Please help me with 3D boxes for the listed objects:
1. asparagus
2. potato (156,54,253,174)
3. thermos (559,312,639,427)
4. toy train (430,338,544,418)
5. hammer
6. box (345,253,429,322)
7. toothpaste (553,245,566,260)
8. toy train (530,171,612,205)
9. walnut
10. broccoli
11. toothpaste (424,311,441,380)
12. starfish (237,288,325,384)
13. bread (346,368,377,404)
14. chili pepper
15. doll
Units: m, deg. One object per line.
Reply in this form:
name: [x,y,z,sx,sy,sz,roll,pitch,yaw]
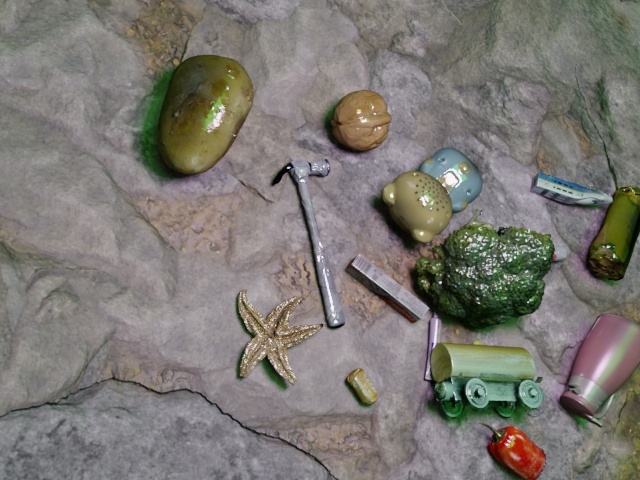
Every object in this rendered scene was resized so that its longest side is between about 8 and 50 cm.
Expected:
asparagus: [0.860,-0.049,1.963,0.382,0.108,0.128,-56,128,-29]
potato: [-0.266,-0.289,1.571,0.210,0.173,0.307,11,70,21]
thermos: [0.724,0.341,1.767,0.265,0.146,0.176,-50,119,-20]
toy train: [0.404,0.325,1.634,0.307,0.126,0.189,7,71,-24]
hammer: [0.000,0.000,1.653,0.152,0.044,0.426,-11,76,-23]
box: [0.161,0.117,1.665,0.218,0.055,0.039,38,63,-5]
toothpaste: [0.573,0.035,1.866,0.195,0.043,0.067,-1,75,-16]
toy train: [0.717,-0.131,1.951,0.234,0.052,0.051,19,69,-3]
walnut: [0.103,-0.304,1.750,0.167,0.149,0.166,-8,102,-44]
broccoli: [0.404,0.057,1.684,0.321,0.303,0.283,19,35,-17]
toothpaste: [0.279,0.258,1.676,0.045,0.028,0.169,15,68,-23]
starfish: [-0.107,0.208,1.535,0.227,0.043,0.240,-31,81,-30]
bread: [0.097,0.336,1.574,0.049,0.034,0.088,-36,91,-42]
chili pepper: [0.446,0.485,1.629,0.192,0.084,0.086,39,46,-10]
doll: [0.282,-0.115,1.737,0.261,0.161,0.177,-36,88,-30]
